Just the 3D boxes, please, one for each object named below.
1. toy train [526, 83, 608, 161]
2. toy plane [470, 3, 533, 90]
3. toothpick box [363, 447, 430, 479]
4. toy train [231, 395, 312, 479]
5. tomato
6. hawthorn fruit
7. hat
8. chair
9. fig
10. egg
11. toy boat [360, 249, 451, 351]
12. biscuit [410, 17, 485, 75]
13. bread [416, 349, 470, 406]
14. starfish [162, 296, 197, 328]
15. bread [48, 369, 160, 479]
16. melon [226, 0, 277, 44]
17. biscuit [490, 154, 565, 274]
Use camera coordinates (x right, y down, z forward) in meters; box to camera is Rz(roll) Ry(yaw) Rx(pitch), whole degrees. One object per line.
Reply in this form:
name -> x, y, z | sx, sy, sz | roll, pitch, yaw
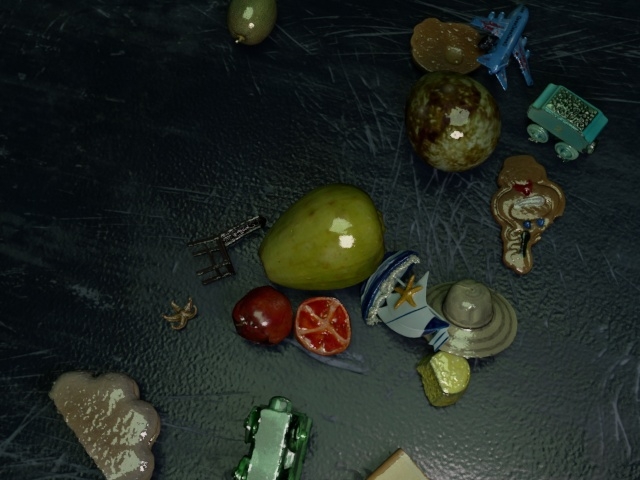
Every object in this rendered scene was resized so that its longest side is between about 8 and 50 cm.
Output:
toy train -> 0.629, -0.303, 2.000 | 0.203, 0.163, 0.112 | 35, 76, 13
toy plane -> 0.502, -0.540, 2.101 | 0.254, 0.105, 0.271 | 39, 55, -22
toothpick box -> 0.107, 0.622, 1.720 | 0.308, 0.187, 0.190 | -40, 73, -14
toy train -> -0.110, 0.491, 1.758 | 0.145, 0.202, 0.266 | 11, 72, 8
tomato -> -0.003, 0.217, 1.905 | 0.155, 0.069, 0.156 | 10, 60, -18
hawthorn fruit -> -0.146, 0.187, 1.882 | 0.148, 0.172, 0.148 | 3, 96, 28
hat -> 0.349, 0.151, 1.840 | 0.251, 0.110, 0.252 | 0, 43, 0
chair -> -0.222, 0.023, 1.984 | 0.212, 0.084, 0.101 | -20, 68, -4
fig -> 0.000, 0.000, 1.895 | 0.326, 0.258, 0.258 | -20, 71, 14
egg -> 0.330, -0.312, 1.981 | 0.238, 0.238, 0.289 | -25, 65, -5
toy boat -> 0.217, 0.158, 1.867 | 0.220, 0.067, 0.291 | -53, 49, 8
biscuit -> 0.349, -0.523, 2.148 | 0.208, 0.049, 0.181 | 9, 72, 2
bread -> 0.298, 0.321, 1.841 | 0.111, 0.114, 0.129 | -24, 75, -12
starfish -> -0.355, 0.186, 1.966 | 0.091, 0.028, 0.078 | -13, 66, 2
bread -> -0.494, 0.429, 1.858 | 0.183, 0.102, 0.337 | -38, 71, -13
melon -> -0.193, -0.624, 2.166 | 0.139, 0.139, 0.192 | 18, 69, 9
biscuit -> 0.526, -0.069, 1.993 | 0.183, 0.047, 0.320 | 15, 74, 11
